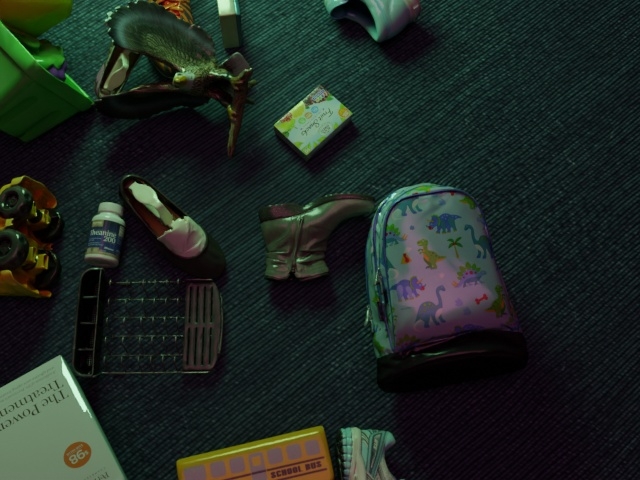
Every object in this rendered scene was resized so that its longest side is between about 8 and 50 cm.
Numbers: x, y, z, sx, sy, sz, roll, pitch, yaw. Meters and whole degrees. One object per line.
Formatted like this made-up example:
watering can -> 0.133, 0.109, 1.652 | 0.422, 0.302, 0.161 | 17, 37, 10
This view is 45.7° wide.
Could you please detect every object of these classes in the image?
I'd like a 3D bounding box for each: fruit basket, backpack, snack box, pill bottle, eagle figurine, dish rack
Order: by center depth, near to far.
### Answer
backpack -> 0.215, 0.071, 1.424 | 0.289, 0.273, 0.356 | -8, 59, 2
dish rack -> -0.323, 0.160, 1.449 | 0.271, 0.074, 0.209 | 0, 72, -2
pill bottle -> -0.424, -0.011, 1.507 | 0.067, 0.067, 0.120 | 5, 71, 0
fruit basket -> -0.608, -0.442, 1.532 | 0.391, 0.283, 0.393 | -1, 82, 9
eagle figurine -> -0.286, -0.332, 1.537 | 0.298, 0.225, 0.227 | 17, 72, 4
snack box -> -0.015, -0.250, 1.617 | 0.100, 0.037, 0.141 | 43, 75, 11

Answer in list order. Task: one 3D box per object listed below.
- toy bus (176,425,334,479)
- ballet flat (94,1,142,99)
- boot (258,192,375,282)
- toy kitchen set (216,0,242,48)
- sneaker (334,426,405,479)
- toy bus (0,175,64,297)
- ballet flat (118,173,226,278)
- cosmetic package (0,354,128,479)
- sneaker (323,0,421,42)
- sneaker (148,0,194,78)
toy bus -> -0.143, 0.432, 1.342 | 0.332, 0.108, 0.130 | -12, 72, -6
ballet flat -> -0.407, -0.384, 1.582 | 0.076, 0.079, 0.222 | 20, 108, -33
boot -> 0.000, 0.000, 1.521 | 0.246, 0.083, 0.161 | -10, 79, 1
toy kitchen set -> -0.150, -0.553, 1.672 | 0.165, 0.122, 0.207 | -9, 72, -5
sneaker -> 0.102, 0.470, 1.339 | 0.122, 0.110, 0.283 | -4, 71, -7
toy bus -> -0.624, 0.004, 1.469 | 0.211, 0.149, 0.220 | -7, 68, 13
ballet flat -> -0.303, -0.030, 1.502 | 0.280, 0.096, 0.095 | 40, 73, 11
cosmetic package -> -0.543, 0.408, 1.274 | 0.377, 0.097, 0.284 | -30, 58, -17
sneaker -> 0.044, -0.580, 1.682 | 0.366, 0.135, 0.150 | 40, 71, 12
sneaker -> -0.335, -0.517, 1.623 | 0.124, 0.180, 0.321 | -10, 72, -5
